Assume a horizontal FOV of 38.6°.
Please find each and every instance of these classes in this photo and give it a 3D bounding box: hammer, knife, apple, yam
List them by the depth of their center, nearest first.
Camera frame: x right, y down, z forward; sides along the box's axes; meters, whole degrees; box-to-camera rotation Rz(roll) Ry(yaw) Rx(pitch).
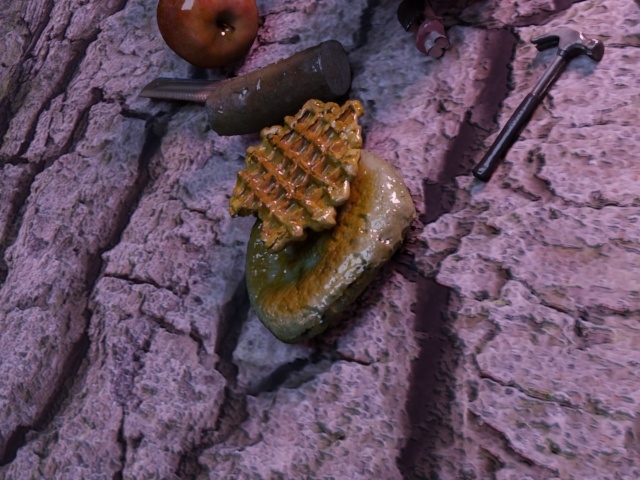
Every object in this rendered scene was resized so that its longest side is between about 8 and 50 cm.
[{"bbox_3d":[0.286,-0.191,1.281,0.246,0.029,0.103,-54,44,3],"label":"hammer"},{"bbox_3d":[-0.073,-0.254,1.568,0.259,0.106,0.106,-16,56,32],"label":"yam"},{"bbox_3d":[-0.215,-0.424,1.733,0.188,0.188,0.174,-53,36,2],"label":"apple"},{"bbox_3d":[-0.239,-0.294,1.785,0.365,0.043,0.089,10,39,46],"label":"knife"}]

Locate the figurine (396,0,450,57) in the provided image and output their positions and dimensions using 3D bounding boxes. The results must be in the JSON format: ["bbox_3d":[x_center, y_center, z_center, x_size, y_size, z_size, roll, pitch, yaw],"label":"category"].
[{"bbox_3d":[0.164,-0.350,1.454,0.072,0.054,0.129,-57,37,34],"label":"figurine"}]

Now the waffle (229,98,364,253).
[{"bbox_3d":[-0.042,-0.099,1.408,0.291,0.051,0.291,-27,45,31],"label":"waffle"}]

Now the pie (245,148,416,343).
[{"bbox_3d":[0.000,0.000,1.383,0.323,0.070,0.323,-26,46,31],"label":"pie"}]
